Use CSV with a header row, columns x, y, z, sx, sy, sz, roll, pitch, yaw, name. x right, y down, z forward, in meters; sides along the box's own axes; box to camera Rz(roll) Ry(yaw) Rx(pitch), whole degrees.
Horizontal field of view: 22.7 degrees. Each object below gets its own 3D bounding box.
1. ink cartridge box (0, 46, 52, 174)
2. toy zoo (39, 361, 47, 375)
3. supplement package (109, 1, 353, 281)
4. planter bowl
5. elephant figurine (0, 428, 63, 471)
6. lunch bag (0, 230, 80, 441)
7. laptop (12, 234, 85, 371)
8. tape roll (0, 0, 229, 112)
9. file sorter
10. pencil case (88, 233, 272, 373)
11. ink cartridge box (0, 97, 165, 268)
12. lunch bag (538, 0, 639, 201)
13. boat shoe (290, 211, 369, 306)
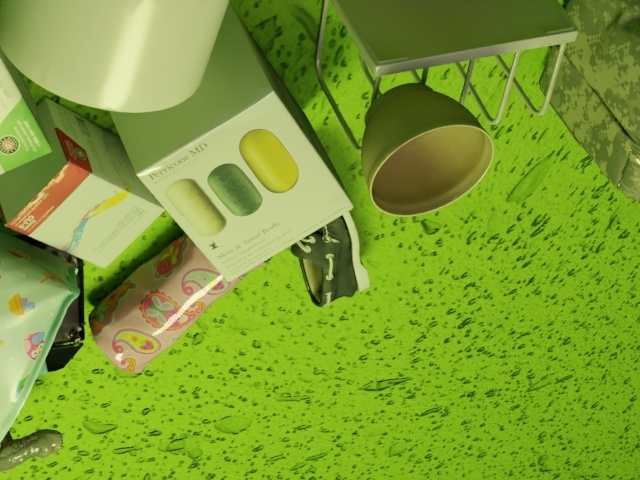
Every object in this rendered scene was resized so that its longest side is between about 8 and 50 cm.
x,y,z,sx,sy,sz,roll,pitch,yaw,name
-0.486,-0.144,1.867,0.278,0.117,0.201,-25,141,-3,ink cartridge box
-0.522,0.199,2.206,0.293,0.030,0.192,-7,164,-23,toy zoo
-0.121,-0.125,2.032,0.199,0.198,0.263,-31,141,5,supplement package
0.117,-0.123,1.945,0.162,0.109,0.162,-16,146,-11,planter bowl
-0.529,0.309,2.323,0.239,0.186,0.169,-41,-177,-24,elephant figurine
-0.460,0.117,2.052,0.223,0.160,0.262,25,103,-16,lunch bag
-0.460,0.102,2.234,0.234,0.136,0.264,-7,111,-24,laptop
-0.224,-0.281,1.768,0.246,0.246,0.169,-2,135,-28,tape roll
0.153,-0.247,2.065,0.277,0.193,0.173,-12,141,-18,file sorter
-0.198,0.065,2.261,0.284,0.124,0.124,-41,139,14,pencil case
-0.312,-0.070,2.038,0.127,0.128,0.176,-43,138,18,ink cartridge box
0.460,-0.237,2.160,0.212,0.305,0.256,-13,140,-18,lunch bag
0.000,0.000,2.306,0.091,0.114,0.303,-29,141,-7,boat shoe
